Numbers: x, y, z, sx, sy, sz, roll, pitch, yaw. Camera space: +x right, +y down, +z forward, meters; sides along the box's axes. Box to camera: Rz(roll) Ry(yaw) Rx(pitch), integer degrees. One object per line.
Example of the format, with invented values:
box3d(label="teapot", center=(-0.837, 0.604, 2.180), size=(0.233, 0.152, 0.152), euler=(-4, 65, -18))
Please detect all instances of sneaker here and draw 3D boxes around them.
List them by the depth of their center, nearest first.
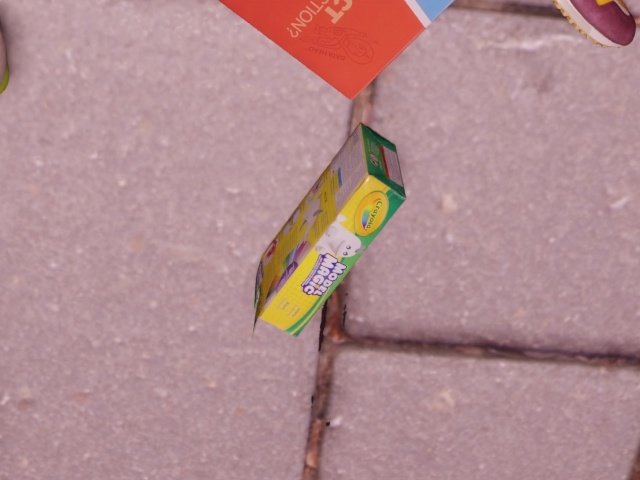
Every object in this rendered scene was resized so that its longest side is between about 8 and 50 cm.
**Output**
box3d(label="sneaker", center=(0.190, -0.222, 0.734), size=(0.084, 0.070, 0.185), euler=(-38, 115, 24))

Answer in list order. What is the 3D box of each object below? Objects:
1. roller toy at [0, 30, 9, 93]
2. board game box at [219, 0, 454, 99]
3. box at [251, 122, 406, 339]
box3d(label="roller toy", center=(-0.336, -0.133, 0.696), size=(0.146, 0.191, 0.209), euler=(-40, 114, 20))
box3d(label="board game box", center=(-0.023, -0.270, 0.659), size=(0.316, 0.064, 0.242), euler=(34, 131, -17))
box3d(label="box", center=(0.000, 0.000, 0.834), size=(0.043, 0.105, 0.179), euler=(32, 115, -17))
